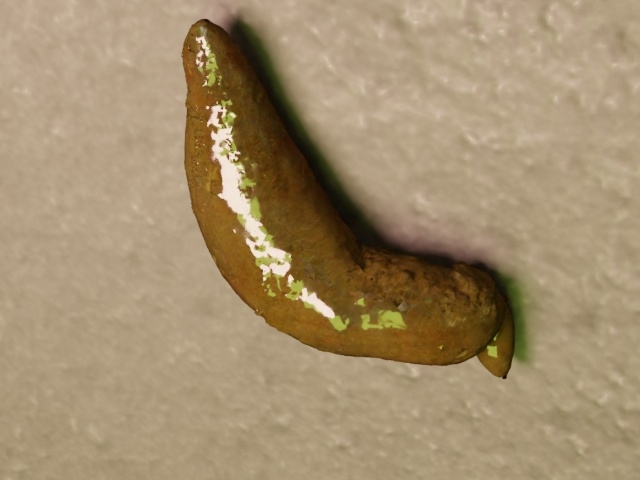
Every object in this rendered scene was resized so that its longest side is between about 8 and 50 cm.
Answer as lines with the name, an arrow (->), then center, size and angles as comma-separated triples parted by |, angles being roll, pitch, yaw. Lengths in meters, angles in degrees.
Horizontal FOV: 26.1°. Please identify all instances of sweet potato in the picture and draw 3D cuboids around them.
sweet potato -> -0.001, 0.004, 0.885 | 0.310, 0.098, 0.124 | 43, 105, -10
